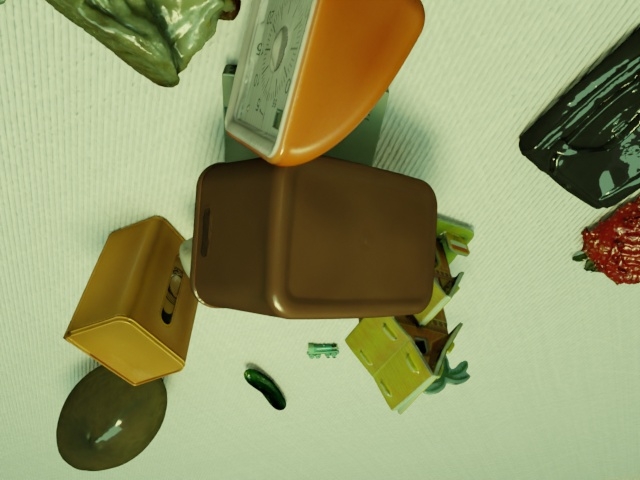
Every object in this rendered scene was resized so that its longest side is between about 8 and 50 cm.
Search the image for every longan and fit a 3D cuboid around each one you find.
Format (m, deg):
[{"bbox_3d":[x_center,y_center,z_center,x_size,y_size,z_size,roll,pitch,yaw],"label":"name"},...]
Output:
[{"bbox_3d":[-0.583,0.487,1.327,0.288,0.289,0.350,31,118,-27],"label":"longan"}]

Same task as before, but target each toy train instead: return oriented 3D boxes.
[{"bbox_3d":[0.007,0.307,1.318,0.092,0.029,0.045,-3,118,-3],"label":"toy train"}]

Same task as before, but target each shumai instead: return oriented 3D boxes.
[{"bbox_3d":[-0.246,-0.349,0.612,0.271,0.222,0.204,32,90,-18],"label":"shumai"}]

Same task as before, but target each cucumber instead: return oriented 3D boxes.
[{"bbox_3d":[-0.161,0.462,1.449,0.056,0.056,0.284,-14,137,13],"label":"cucumber"}]

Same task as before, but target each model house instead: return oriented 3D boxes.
[{"bbox_3d":[0.242,0.173,0.982,0.339,0.324,0.300,17,132,-16],"label":"model house"}]

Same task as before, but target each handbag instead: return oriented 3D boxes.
[{"bbox_3d":[0.513,-0.192,0.801,0.244,0.088,0.275,29,129,-21],"label":"handbag"}]

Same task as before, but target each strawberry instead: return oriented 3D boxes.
[{"bbox_3d":[0.669,0.002,0.969,0.188,0.106,0.286,17,131,-18],"label":"strawberry"}]

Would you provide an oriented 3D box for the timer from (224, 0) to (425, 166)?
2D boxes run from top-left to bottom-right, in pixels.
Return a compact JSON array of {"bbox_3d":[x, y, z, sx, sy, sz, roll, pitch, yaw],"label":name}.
[{"bbox_3d":[-0.027,-0.225,0.603,0.161,0.257,0.250,26,98,-31],"label":"timer"}]

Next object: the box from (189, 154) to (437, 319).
[{"bbox_3d":[0.000,0.000,0.758,0.339,0.240,0.229,5,177,-38],"label":"box"}]

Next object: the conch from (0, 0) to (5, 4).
[{"bbox_3d":[-0.482,-0.371,0.644,0.180,0.088,0.065,-12,90,20],"label":"conch"}]

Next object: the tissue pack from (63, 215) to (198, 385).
[{"bbox_3d":[-0.352,0.118,0.961,0.145,0.275,0.194,-17,132,16],"label":"tissue pack"}]

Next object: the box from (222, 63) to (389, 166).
[{"bbox_3d":[-0.031,-0.200,0.813,0.269,0.045,0.211,4,134,-4],"label":"box"}]

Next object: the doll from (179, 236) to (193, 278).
[{"bbox_3d":[-0.147,-0.015,0.898,0.250,0.221,0.221,-21,137,-17],"label":"doll"}]
